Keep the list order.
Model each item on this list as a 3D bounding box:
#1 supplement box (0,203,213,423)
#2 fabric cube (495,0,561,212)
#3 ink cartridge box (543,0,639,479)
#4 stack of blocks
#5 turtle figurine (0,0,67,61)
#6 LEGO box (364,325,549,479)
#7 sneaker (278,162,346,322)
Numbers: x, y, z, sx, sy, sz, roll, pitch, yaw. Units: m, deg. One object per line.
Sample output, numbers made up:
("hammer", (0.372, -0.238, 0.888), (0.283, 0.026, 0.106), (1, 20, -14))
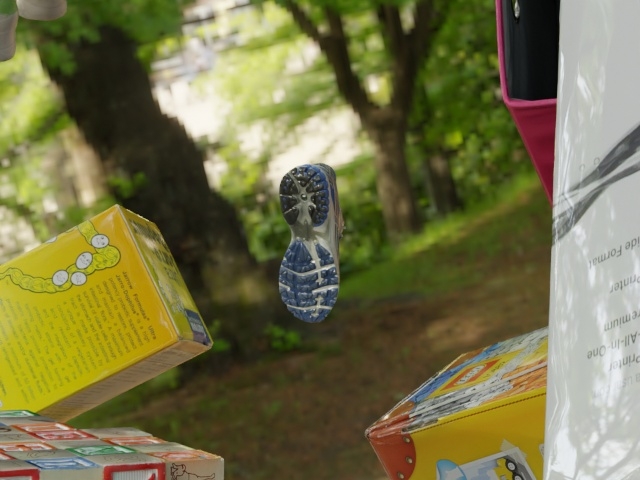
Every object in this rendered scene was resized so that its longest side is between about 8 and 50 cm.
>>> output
("supplement box", (-0.352, 0.127, 2.050), (0.356, 0.195, 0.194), (-27, -10, 4))
("fabric cube", (0.294, -0.180, 1.304), (0.259, 0.254, 0.258), (-5, -22, 16))
("ink cartridge box", (0.220, -0.019, 0.661), (0.223, 0.307, 0.129), (18, -27, -25))
("stack of blocks", (-0.206, 0.182, 1.134), (0.171, 0.087, 0.297), (1, 1, -28))
("turtle figurine", (-0.274, -0.296, 1.238), (0.275, 0.266, 0.198), (1, 37, -17))
("LEGO box", (0.329, 0.328, 1.567), (0.372, 0.500, 0.193), (-24, 6, 47))
("sneaker", (0.000, 0.000, 1.281), (0.052, 0.135, 0.058), (9, 20, 20))
